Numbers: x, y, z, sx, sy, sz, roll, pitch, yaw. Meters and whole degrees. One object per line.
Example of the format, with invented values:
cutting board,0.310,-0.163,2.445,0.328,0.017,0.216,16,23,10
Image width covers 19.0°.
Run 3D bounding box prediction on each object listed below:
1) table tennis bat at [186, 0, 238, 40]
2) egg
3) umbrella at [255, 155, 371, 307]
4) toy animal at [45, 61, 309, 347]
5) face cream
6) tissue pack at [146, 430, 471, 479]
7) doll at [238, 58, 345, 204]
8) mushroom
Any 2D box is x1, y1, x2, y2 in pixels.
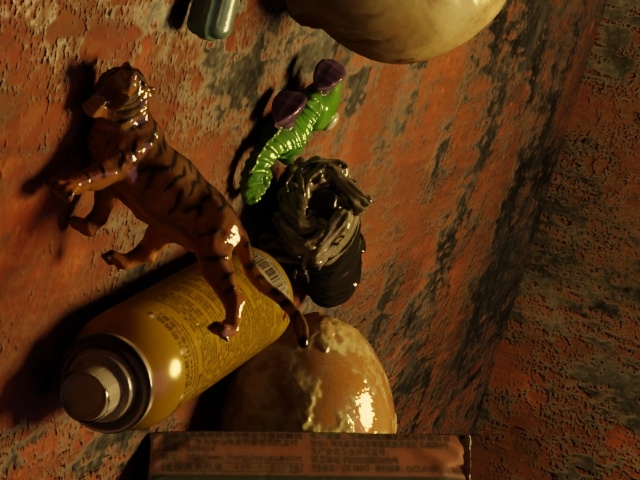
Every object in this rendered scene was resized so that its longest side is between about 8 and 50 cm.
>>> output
table tennis bat,-0.066,-0.280,1.566,0.149,0.038,0.237,-4,108,-75
egg,-0.014,0.190,2.025,0.195,0.195,0.233,-17,127,-72
umbrella,-0.005,0.003,2.053,0.113,0.106,0.358,-58,170,-11
toy animal,-0.101,-0.012,1.473,0.116,0.255,0.114,-49,-169,-12
face cream,-0.129,0.088,1.653,0.348,0.105,0.105,-33,139,-68
tissue pack,-0.016,0.285,1.903,0.103,0.315,0.228,-93,-175,-46
doll,-0.029,-0.105,1.885,0.190,0.050,0.115,-49,160,-46
mushroom,0.073,-0.282,1.767,0.255,0.184,0.255,-20,136,-20
